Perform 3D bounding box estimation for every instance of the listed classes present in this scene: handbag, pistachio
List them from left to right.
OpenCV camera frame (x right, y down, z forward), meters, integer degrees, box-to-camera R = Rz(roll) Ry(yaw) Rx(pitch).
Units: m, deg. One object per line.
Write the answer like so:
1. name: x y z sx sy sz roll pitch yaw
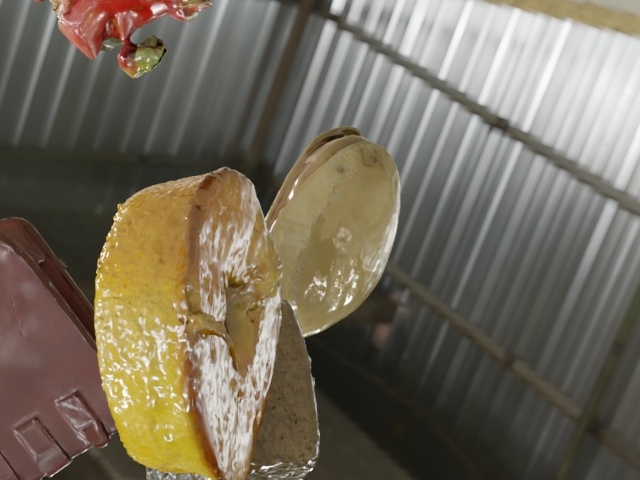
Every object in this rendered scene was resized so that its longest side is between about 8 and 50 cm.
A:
1. handbag: -0.363 0.145 1.682 0.275 0.260 0.084 53 -170 -10
2. pistachio: 0.000 0.000 1.926 0.181 0.293 0.162 17 -163 -38

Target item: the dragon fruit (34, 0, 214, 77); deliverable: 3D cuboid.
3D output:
1. dragon fruit: -0.089 -0.185 0.804 0.160 0.172 0.166 48 -178 1

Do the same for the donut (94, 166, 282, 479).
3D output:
1. donut: -0.093 0.069 1.189 0.118 0.254 0.253 -5 -168 16

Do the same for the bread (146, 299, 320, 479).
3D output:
1. bread: -0.096 0.209 1.532 0.113 0.416 0.165 -6 -114 -17
